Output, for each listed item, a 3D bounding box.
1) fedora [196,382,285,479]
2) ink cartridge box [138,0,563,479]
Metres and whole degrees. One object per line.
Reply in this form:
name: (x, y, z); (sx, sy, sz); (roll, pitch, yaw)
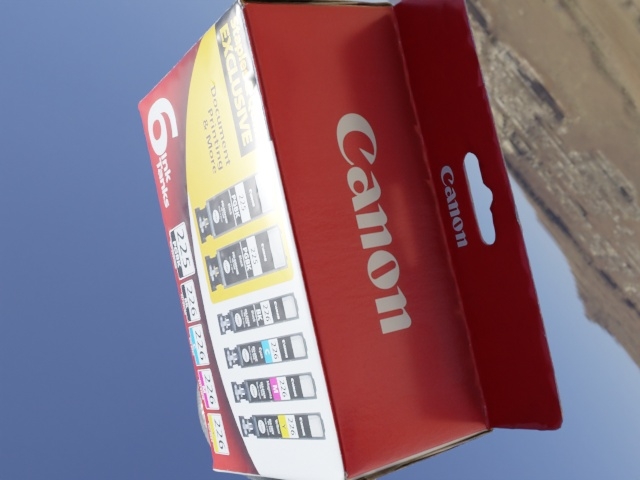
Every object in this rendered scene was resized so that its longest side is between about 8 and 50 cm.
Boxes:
fedora: (0.022, 0.153, 0.950); (0.152, 0.334, 0.334); (56, -172, -44)
ink cartridge box: (0.000, 0.000, 0.566); (0.130, 0.271, 0.310); (-10, -97, -32)
